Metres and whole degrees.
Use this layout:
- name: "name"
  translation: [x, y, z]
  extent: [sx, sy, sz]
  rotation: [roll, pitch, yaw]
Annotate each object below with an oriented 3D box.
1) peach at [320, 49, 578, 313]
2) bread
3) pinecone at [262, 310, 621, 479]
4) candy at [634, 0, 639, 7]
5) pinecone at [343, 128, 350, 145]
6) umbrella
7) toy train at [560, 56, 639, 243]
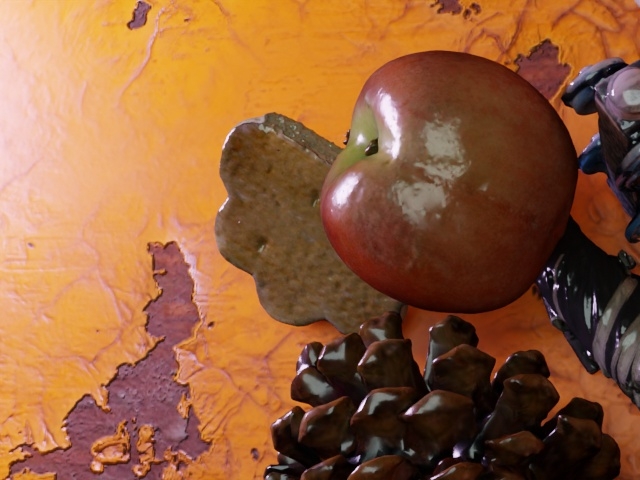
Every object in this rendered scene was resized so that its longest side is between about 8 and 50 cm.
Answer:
- name: "peach"
  translation: [0.127, -0.053, 1.697]
  extent: [0.252, 0.252, 0.252]
  rotation: [-4, 77, 17]
- name: "bread"
  translation: [0.000, 0.000, 1.877]
  extent: [0.286, 0.056, 0.207]
  rotation: [37, 118, 7]
- name: "pinecone"
  translation: [0.104, 0.230, 1.704]
  extent: [0.384, 0.384, 0.384]
  rotation: [-4, 77, 17]
- name: "candy"
  translation: [0.435, -0.338, 1.778]
  extent: [0.295, 0.185, 0.295]
  rotation: [-2, 83, 15]
- name: "pinecone"
  translation: [0.083, -0.094, 1.889]
  extent: [0.102, 0.102, 0.109]
  rotation: [-42, 93, 6]
- name: "umbrella"
  translation: [0.258, 0.029, 1.815]
  extent: [0.113, 0.106, 0.357]
  rotation: [-40, 62, -4]
- name: "toy train"
  translation: [0.348, -0.117, 1.702]
  extent: [0.202, 0.299, 0.131]
  rotation: [-31, 70, 0]
